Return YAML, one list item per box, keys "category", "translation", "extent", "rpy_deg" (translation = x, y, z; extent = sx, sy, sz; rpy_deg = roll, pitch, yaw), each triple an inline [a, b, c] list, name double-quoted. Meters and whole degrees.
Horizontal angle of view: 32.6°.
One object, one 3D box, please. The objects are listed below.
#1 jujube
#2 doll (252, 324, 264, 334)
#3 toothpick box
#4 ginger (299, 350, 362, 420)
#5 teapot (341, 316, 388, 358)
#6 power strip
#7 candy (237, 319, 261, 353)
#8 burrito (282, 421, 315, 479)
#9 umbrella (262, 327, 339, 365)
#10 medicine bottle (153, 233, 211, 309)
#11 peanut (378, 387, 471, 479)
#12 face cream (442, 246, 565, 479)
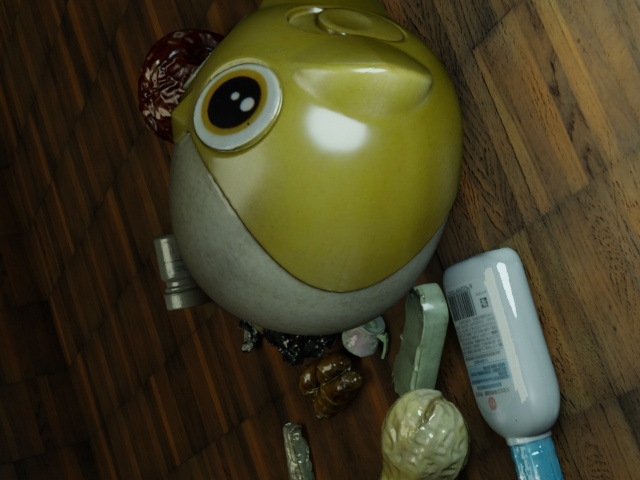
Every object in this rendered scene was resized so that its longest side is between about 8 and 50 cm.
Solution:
- category: "jujube"
  translation: [-0.251, -0.288, 2.116]
  extent: [0.213, 0.213, 0.232]
  rpy_deg: [64, 150, 24]
- category: "doll"
  translation: [-0.108, 0.139, 2.137]
  extent: [0.179, 0.102, 0.089]
  rpy_deg: [-8, 55, 62]
- category: "toothpick box"
  translation: [-0.010, -0.120, 1.515]
  extent: [0.409, 0.409, 0.425]
  rpy_deg: [49, 135, 42]
- category: "ginger"
  translation: [0.022, 0.247, 1.957]
  extent: [0.103, 0.073, 0.162]
  rpy_deg: [53, 139, 14]
- category: "teapot"
  translation: [0.082, 0.160, 1.834]
  extent: [0.083, 0.064, 0.064]
  rpy_deg: [36, 132, 7]
- category: "power strip"
  translation: [0.150, 0.161, 1.650]
  extent: [0.286, 0.048, 0.080]
  rpy_deg: [92, 161, -49]
- category: "candy"
  translation: [-0.183, 0.127, 2.298]
  extent: [0.226, 0.051, 0.094]
  rpy_deg: [68, 153, 18]
- category: "burrito"
  translation: [-0.043, 0.434, 2.173]
  extent: [0.055, 0.041, 0.149]
  rpy_deg: [-11, 91, 48]
- category: "umbrella"
  translation: [-0.071, 0.092, 2.021]
  extent: [0.154, 0.128, 0.336]
  rpy_deg: [-64, 35, 20]
- category: "medicine bottle"
  translation: [-0.308, 0.065, 2.446]
  extent: [0.105, 0.105, 0.168]
  rpy_deg: [-7, 94, 62]
- category: "peanut"
  translation: [0.156, 0.356, 1.679]
  extent: [0.149, 0.149, 0.313]
  rpy_deg: [40, 137, 49]
- category: "face cream"
  translation: [0.259, 0.183, 1.487]
  extent: [0.163, 0.080, 0.336]
  rpy_deg: [-32, 73, 66]
